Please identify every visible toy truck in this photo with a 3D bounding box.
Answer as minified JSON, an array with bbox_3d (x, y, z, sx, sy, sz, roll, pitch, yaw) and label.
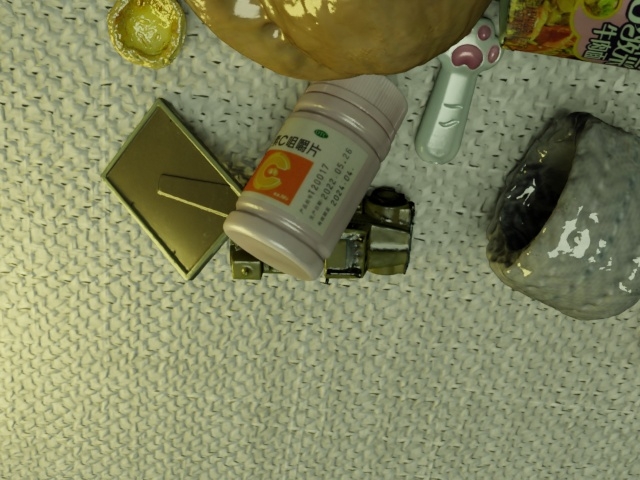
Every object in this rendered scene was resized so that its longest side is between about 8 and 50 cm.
[{"bbox_3d":[0.002,-0.002,0.998,0.257,0.127,0.127,0,116,-4],"label":"toy truck"}]

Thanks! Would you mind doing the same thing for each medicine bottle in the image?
[{"bbox_3d":[-0.002,-0.086,0.885,0.133,0.133,0.249,35,77,-16],"label":"medicine bottle"}]

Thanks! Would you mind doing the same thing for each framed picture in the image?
[{"bbox_3d":[-0.193,-0.068,0.966,0.203,0.015,0.150,47,111,14],"label":"framed picture"}]

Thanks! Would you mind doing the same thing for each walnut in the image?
[{"bbox_3d":[0.020,-0.337,0.690,0.384,0.383,0.383,0,117,0],"label":"walnut"}]

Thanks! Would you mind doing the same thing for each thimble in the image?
[{"bbox_3d":[0.331,-0.031,0.928,0.157,0.217,0.245,24,108,-13],"label":"thimble"}]

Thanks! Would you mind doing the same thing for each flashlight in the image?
[{"bbox_3d":[0.171,-0.190,0.940,0.093,0.047,0.200,11,116,-6],"label":"flashlight"}]

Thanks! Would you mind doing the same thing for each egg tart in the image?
[{"bbox_3d":[-0.213,-0.268,0.907,0.105,0.039,0.105,0,117,1],"label":"egg tart"}]

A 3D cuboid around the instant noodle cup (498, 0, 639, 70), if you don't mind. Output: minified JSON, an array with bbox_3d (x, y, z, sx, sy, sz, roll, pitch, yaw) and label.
[{"bbox_3d":[0.326,-0.323,0.738,0.266,0.340,0.339,6,118,9],"label":"instant noodle cup"}]
